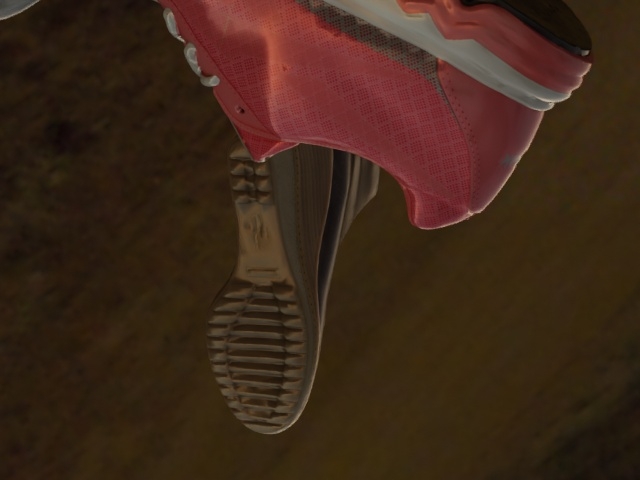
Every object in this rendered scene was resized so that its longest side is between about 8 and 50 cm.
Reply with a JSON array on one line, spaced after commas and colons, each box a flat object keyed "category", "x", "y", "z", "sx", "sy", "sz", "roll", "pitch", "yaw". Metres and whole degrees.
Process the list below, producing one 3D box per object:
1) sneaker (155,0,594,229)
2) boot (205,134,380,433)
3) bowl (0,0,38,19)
[{"category": "sneaker", "x": -0.033, "y": -0.111, "z": 0.809, "sx": 0.136, "sy": 0.314, "sz": 0.116, "roll": -65, "pitch": 166, "yaw": 20}, {"category": "boot", "x": 0.000, "y": 0.000, "z": 1.250, "sx": 0.207, "sy": 0.090, "sz": 0.248, "roll": -35, "pitch": 131, "yaw": -57}, {"category": "bowl", "x": -0.125, "y": -0.128, "z": 0.577, "sx": 0.170, "sy": 0.080, "sz": 0.170, "roll": -46, "pitch": 164, "yaw": -17}]
